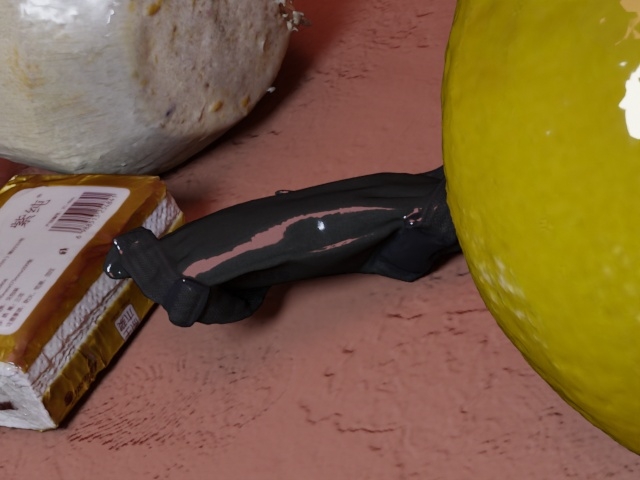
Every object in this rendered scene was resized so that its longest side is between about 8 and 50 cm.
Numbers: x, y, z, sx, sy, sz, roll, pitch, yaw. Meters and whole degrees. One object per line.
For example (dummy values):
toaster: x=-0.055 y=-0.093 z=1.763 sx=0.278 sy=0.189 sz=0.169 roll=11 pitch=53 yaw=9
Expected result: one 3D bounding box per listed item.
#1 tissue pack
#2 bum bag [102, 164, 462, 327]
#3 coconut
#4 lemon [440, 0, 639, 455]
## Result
tissue pack: x=-0.231 y=0.043 z=1.372 sx=0.183 sy=0.092 sz=0.226 roll=0 pitch=42 yaw=35
bum bag: x=0.000 y=0.000 z=1.273 sx=0.326 sy=0.079 sz=0.142 roll=-14 pitch=22 yaw=3
coconut: x=-0.216 y=-0.236 z=1.525 sx=0.360 sy=0.346 sz=0.346 roll=17 pitch=52 yaw=37
lemon: x=0.223 y=-0.068 z=0.986 sx=0.364 sy=0.364 sz=0.364 roll=-18 pitch=33 yaw=13
